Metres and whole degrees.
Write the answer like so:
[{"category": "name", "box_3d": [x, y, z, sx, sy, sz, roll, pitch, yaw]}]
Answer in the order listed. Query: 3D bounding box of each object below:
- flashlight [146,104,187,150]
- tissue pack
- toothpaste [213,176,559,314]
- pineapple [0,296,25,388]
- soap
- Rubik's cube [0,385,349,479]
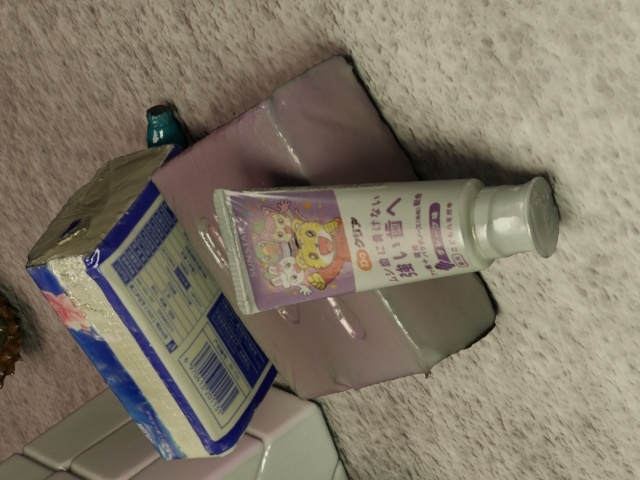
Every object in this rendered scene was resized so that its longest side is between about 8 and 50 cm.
[{"category": "flashlight", "box_3d": [-0.157, -0.080, 1.926, 0.051, 0.051, 0.129, 26, 137, 45]}, {"category": "tissue pack", "box_3d": [-0.161, 0.065, 1.865, 0.137, 0.209, 0.270, -14, 121, 32]}, {"category": "toothpaste", "box_3d": [0.046, -0.004, 1.510, 0.299, 0.073, 0.114, -7, 105, 28]}, {"category": "pineapple", "box_3d": [-0.496, 0.144, 2.608, 0.166, 0.166, 0.193, 60, 151, -7]}, {"category": "soap", "box_3d": [0.000, 0.000, 1.699, 0.285, 0.107, 0.296, 56, 154, -4]}, {"category": "Rubik's cube", "box_3d": [-0.155, 0.356, 2.100, 0.316, 0.319, 0.322, 17, 134, 50]}]
